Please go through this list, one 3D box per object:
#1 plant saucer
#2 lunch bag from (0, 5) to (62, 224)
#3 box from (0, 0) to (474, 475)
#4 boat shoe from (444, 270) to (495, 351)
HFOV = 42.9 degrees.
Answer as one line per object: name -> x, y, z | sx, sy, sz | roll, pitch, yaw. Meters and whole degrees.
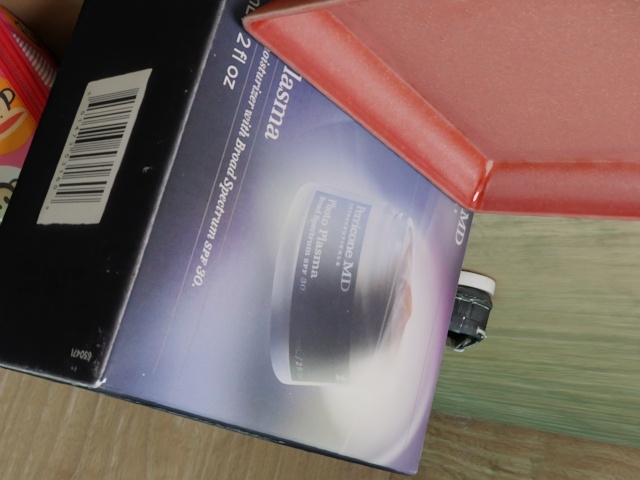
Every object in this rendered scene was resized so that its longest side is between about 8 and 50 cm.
plant saucer -> 0.131, -0.083, 0.451 | 0.258, 0.047, 0.259 | 5, 160, 45
lunch bag -> -0.237, -0.056, 0.752 | 0.258, 0.120, 0.293 | 53, 176, 20
box -> -0.042, -0.013, 0.592 | 0.183, 0.296, 0.294 | 2, 161, 43
boat shoe -> 0.202, 0.123, 1.252 | 0.114, 0.091, 0.302 | 13, 165, 13
